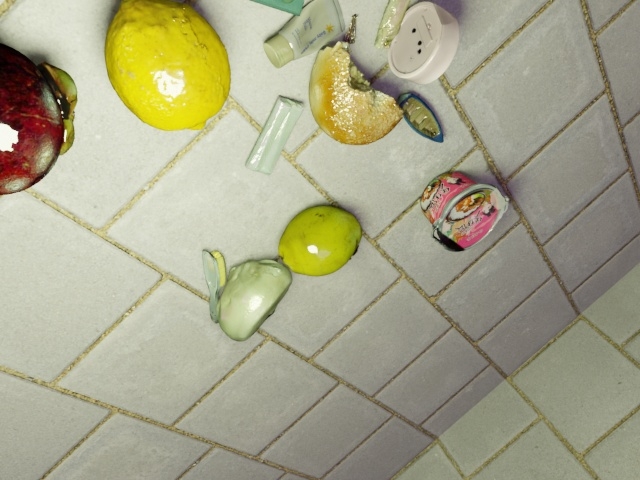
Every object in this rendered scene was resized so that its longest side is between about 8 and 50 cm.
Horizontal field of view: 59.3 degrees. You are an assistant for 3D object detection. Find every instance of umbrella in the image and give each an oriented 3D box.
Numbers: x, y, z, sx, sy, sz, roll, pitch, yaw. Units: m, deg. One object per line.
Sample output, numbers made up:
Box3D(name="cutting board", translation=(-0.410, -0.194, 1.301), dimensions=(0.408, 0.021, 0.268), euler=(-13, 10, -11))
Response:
Box3D(name="umbrella", translation=(0.081, -0.544, 1.463), dimensions=(0.031, 0.020, 0.083), euler=(16, 122, 6))

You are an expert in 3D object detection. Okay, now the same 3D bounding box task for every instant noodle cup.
Box3D(name="instant noodle cup", translation=(0.454, -0.115, 1.894), dimensions=(0.302, 0.182, 0.259), euler=(-10, 127, -24))

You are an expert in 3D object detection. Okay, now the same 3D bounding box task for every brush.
Box3D(name="brush", translation=(-0.316, 0.137, 1.728), dimensions=(0.060, 0.068, 0.297), euler=(-32, 142, -36))

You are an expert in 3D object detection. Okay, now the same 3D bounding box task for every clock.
Box3D(name="clock", translation=(0.266, -0.514, 1.470), dimensions=(0.068, 0.197, 0.197), euler=(9, 119, -36))

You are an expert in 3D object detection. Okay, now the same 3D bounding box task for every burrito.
Box3D(name="burrito", translation=(0.196, -0.592, 1.474), dimensions=(0.058, 0.045, 0.188), euler=(0, 122, -39))

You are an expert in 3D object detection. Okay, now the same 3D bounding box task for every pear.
Box3D(name="pear", translation=(0.000, 0.000, 1.700), dimensions=(0.269, 0.212, 0.213), euler=(-25, 133, -13))

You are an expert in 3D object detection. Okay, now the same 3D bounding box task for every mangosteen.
Box3D(name="mangosteen", translation=(-0.633, -0.230, 1.108), dimensions=(0.300, 0.300, 0.301), euler=(-16, 130, -20))

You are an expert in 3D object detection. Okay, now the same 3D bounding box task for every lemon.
Box3D(name="lemon", translation=(-0.326, -0.375, 1.199), dimensions=(0.253, 0.253, 0.310), euler=(-32, 127, -6))

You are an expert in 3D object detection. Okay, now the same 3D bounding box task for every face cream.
Box3D(name="face cream", translation=(-0.034, -0.517, 1.393), dimensions=(0.224, 0.070, 0.114), euler=(-37, 135, -12))

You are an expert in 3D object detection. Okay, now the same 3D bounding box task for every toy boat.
Box3D(name="toy boat", translation=(0.308, -0.367, 1.710), dimensions=(0.080, 0.046, 0.228), euler=(-49, 133, 10))

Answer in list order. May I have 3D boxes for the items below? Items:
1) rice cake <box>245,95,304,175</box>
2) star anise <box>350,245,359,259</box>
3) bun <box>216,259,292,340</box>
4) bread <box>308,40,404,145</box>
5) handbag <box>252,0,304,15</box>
Box3D(name="rice cake", translation=(-0.126, -0.284, 1.523), dimensions=(0.080, 0.042, 0.222), euler=(15, 116, -33))
Box3D(name="star anise", translation=(0.060, 0.053, 1.857), dimensions=(0.167, 0.057, 0.168), euler=(-31, 175, -3))
Box3D(name="bun", translation=(-0.219, 0.163, 1.707), dimensions=(0.283, 0.179, 0.283), euler=(-52, 175, -7))
Box3D(name="bread", translation=(0.079, -0.358, 1.498), dimensions=(0.192, 0.171, 0.314), euler=(-47, 132, 4))
Box3D(name="handbag", translation=(-0.114, -0.652, 1.209), dimensions=(0.274, 0.100, 0.269), euler=(6, 119, -33))
